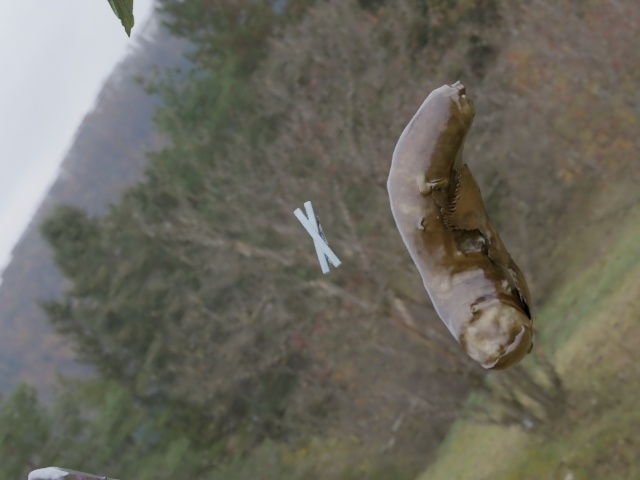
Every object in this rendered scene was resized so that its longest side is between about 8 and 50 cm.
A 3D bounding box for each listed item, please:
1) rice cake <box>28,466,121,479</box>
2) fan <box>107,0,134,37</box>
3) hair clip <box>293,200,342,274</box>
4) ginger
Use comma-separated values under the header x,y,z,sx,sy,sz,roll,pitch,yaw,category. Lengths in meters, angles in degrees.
x,y,z,sx,sy,sz,roll,pitch,yaw,category
-0.231,0.257,1.343,0.270,0.055,0.049,61,-162,-75,rice cake
-0.259,-0.361,1.622,0.131,0.009,0.240,-79,-21,-51,fan
0.001,-0.001,1.911,0.030,0.039,0.115,-36,54,17,hair clip
0.149,-0.006,1.472,0.107,0.309,0.133,-20,-4,-20,ginger
